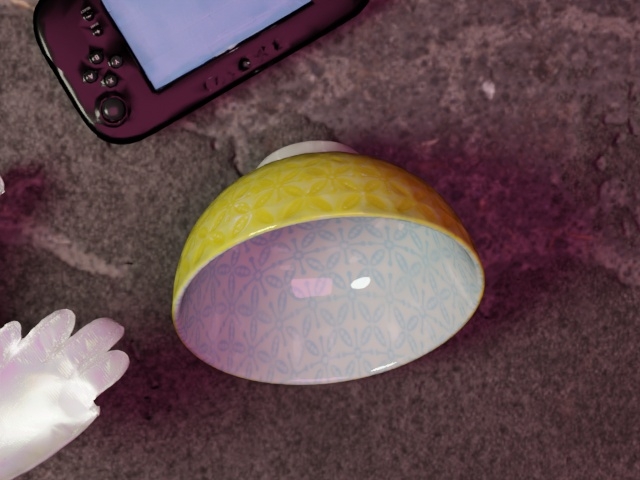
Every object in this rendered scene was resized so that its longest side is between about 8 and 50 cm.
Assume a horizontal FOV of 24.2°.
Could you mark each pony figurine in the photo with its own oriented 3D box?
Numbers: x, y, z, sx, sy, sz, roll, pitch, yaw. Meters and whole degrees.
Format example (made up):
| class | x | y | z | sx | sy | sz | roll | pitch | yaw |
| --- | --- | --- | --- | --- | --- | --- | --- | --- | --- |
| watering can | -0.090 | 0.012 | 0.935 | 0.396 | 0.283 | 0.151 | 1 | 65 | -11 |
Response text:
| class | x | y | z | sx | sy | sz | roll | pitch | yaw |
| --- | --- | --- | --- | --- | --- | --- | --- | --- | --- |
| pony figurine | -0.387 | 0.109 | 1.272 | 0.351 | 0.303 | 0.363 | -48 | 141 | 12 |

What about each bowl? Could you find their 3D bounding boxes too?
| class | x | y | z | sx | sy | sz | roll | pitch | yaw |
| --- | --- | --- | --- | --- | --- | --- | --- | --- | --- |
| bowl | 0.000 | 0.000 | 1.419 | 0.290 | 0.289 | 0.156 | 4 | 53 | -17 |

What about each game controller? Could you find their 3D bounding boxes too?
| class | x | y | z | sx | sy | sz | roll | pitch | yaw |
| --- | --- | --- | --- | --- | --- | --- | --- | --- | --- |
| game controller | -0.109 | -0.227 | 1.423 | 0.319 | 0.067 | 0.166 | -32 | 104 | -11 |
